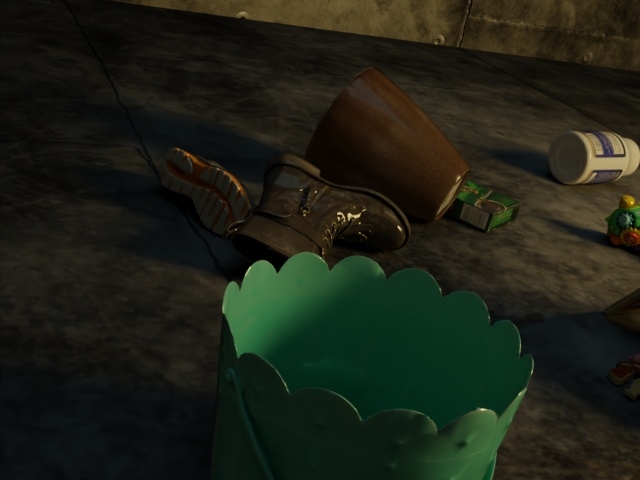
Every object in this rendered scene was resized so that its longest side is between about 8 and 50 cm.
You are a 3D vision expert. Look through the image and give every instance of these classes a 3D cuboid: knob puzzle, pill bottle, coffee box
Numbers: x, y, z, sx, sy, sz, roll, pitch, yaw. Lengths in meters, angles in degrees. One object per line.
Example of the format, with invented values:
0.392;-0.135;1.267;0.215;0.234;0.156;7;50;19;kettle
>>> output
0.533;0.072;1.297;0.213;0.213;0.030;1;63;-26;knob puzzle
0.584;-0.176;1.936;0.187;0.112;0.112;-3;28;-35;pill bottle
0.247;-0.076;1.620;0.184;0.040;0.113;27;27;30;coffee box

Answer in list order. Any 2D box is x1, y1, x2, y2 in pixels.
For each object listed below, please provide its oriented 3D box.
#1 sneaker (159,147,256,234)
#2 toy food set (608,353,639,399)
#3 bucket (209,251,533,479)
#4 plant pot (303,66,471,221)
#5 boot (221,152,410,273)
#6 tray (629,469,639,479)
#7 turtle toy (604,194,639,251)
-0.151;-0.073;1.361;0.083;0.084;0.215;14;21;-50;sneaker
0.417;0.173;1.176;0.122;0.019;0.078;-10;31;-28;toy food set
0.034;0.150;0.815;0.281;0.183;0.281;10;24;-5;bucket
0.126;-0.137;1.531;0.230;0.215;0.215;36;29;13;plant pot
0.000;0.000;1.276;0.263;0.091;0.229;25;35;-9;boot
0.121;0.279;0.392;0.411;0.076;0.203;-42;46;-12;tray
0.564;-0.017;1.608;0.130;0.095;0.066;17;45;11;turtle toy
